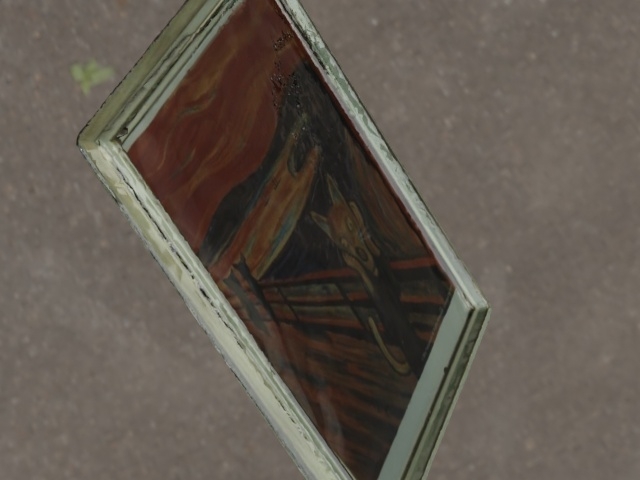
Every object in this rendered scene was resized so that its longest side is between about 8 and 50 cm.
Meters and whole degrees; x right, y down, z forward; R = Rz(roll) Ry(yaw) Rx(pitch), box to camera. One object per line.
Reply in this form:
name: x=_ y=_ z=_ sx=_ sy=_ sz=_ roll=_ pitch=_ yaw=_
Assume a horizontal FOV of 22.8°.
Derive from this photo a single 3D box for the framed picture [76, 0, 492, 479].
framed picture: x=0.000 y=0.000 z=0.800 sx=0.016 sy=0.216 sz=0.273 roll=-17 pitch=118 yaw=33
